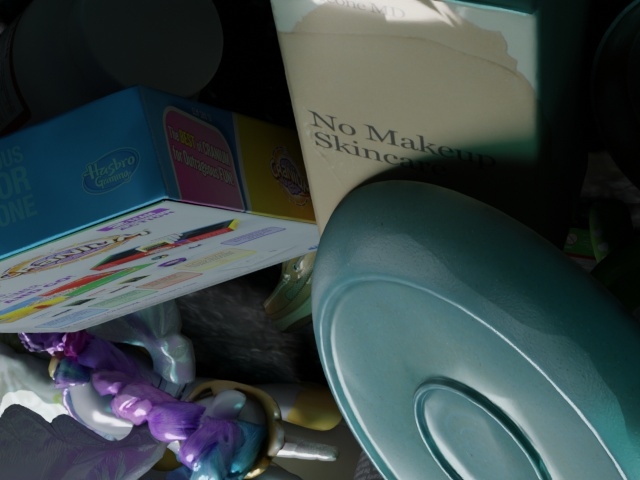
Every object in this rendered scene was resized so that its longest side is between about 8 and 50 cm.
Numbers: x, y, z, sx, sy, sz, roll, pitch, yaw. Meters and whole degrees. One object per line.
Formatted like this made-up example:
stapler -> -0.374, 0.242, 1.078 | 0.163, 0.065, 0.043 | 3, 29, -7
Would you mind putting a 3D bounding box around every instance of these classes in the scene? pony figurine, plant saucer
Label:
pony figurine -> -0.147, 0.116, 1.406 | 0.351, 0.303, 0.363 | 18, 175, 5
plant saucer -> 0.230, -0.076, 0.966 | 0.168, 0.029, 0.168 | 16, 132, 18
plant saucer -> 0.101, 0.109, 1.006 | 0.317, 0.043, 0.318 | 37, 151, 25

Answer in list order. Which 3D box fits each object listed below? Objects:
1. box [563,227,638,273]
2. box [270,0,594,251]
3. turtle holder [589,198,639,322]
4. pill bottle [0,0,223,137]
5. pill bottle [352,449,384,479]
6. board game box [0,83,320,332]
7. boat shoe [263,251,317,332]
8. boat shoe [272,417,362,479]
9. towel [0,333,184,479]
box -> 0.196, 0.055, 1.270 | 0.105, 0.043, 0.179 | 8, 153, 22
box -> 0.069, -0.092, 0.989 | 0.148, 0.121, 0.311 | 13, 153, 16
turtle holder -> 0.263, 0.131, 1.108 | 0.243, 0.227, 0.320 | 6, 145, -2
pill bottle -> -0.149, -0.095, 1.128 | 0.121, 0.121, 0.216 | 30, 151, -20
pill bottle -> 0.094, 0.255, 1.404 | 0.176, 0.319, 0.176 | 16, 154, 8
board game box -> -0.134, -0.007, 1.093 | 0.242, 0.064, 0.316 | -19, 171, 18
boat shoe -> 0.000, 0.000, 1.285 | 0.072, 0.068, 0.190 | 38, 138, -6
boat shoe -> 0.059, 0.245, 1.622 | 0.319, 0.116, 0.099 | 15, 143, -6
towel -> -0.196, 0.281, 1.730 | 0.374, 0.090, 0.321 | 22, 111, -8
